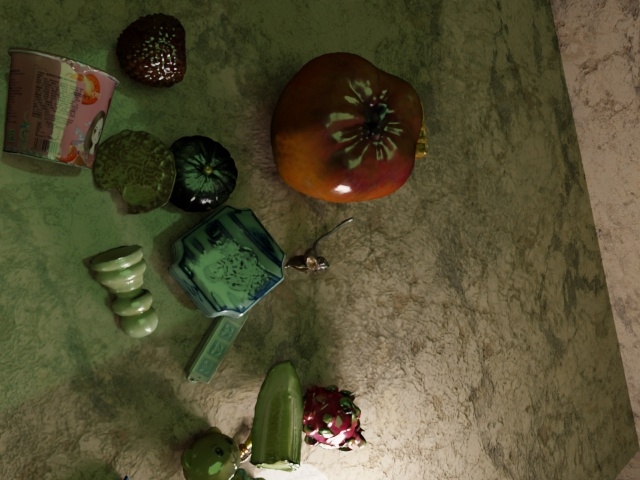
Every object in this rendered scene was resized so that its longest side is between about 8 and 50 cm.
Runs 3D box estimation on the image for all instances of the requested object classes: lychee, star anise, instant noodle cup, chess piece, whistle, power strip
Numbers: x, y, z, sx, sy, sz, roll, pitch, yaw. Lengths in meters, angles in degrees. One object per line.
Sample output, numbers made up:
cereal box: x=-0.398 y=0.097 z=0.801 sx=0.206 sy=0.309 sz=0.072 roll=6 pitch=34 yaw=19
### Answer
lychee: x=-0.444 y=-0.499 z=1.366 sx=0.188 sy=0.188 sz=0.188 roll=-1 pitch=92 yaw=-33
star anise: x=0.000 y=0.000 z=1.715 sx=0.219 sy=0.148 sz=0.227 roll=5 pitch=58 yaw=-1
instant noodle cup: x=-0.620 y=-0.300 z=1.223 sx=0.243 sy=0.243 sz=0.231 roll=9 pitch=93 yaw=-33
chess piece: x=-0.508 y=0.144 z=1.377 sx=0.133 sy=0.133 sz=0.243 roll=-23 pitch=110 yaw=-30
whistle: x=-0.234 y=0.650 z=1.619 sx=0.046 sy=0.057 sz=0.109 roll=37 pitch=77 yaw=19
power strip: x=-0.309 y=0.304 z=1.542 sx=0.078 sy=0.052 sz=0.272 roll=38 pitch=72 yaw=-26

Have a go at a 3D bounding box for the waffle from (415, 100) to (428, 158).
waffle: x=0.246 y=-0.395 z=1.856 sx=0.328 sy=0.098 sz=0.223 roll=-10 pitch=99 yaw=-32

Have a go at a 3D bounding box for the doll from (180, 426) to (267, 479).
doll: x=-0.283 y=0.678 z=1.484 sx=0.260 sy=0.162 sz=0.177 roll=57 pitch=27 yaw=1

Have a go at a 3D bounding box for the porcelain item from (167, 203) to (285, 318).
porcelain item: x=-0.263 y=0.061 z=1.474 sx=0.286 sy=0.157 sz=0.281 roll=-40 pitch=97 yaw=-26

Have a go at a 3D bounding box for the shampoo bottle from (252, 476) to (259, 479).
shampoo bottle: x=-0.277 y=0.785 z=1.575 sx=0.208 sy=0.057 sz=0.063 roll=-10 pitch=97 yaw=-33

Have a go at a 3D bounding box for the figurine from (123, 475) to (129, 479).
figurine: x=-0.559 y=0.695 z=1.380 sx=0.136 sy=0.079 sz=0.077 roll=-16 pitch=142 yaw=-36

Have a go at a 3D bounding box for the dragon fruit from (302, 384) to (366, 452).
dragon fruit: x=0.035 y=0.596 z=1.709 sx=0.218 sy=0.198 sz=0.272 roll=-48 pitch=139 yaw=-34

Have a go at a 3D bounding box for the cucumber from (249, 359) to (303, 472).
cucumber: x=-0.124 y=0.539 z=1.589 sx=0.105 sy=0.145 sz=0.325 roll=52 pitch=28 yaw=-44

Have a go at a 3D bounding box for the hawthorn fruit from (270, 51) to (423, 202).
hawthorn fruit: x=0.065 y=-0.322 z=1.543 sx=0.472 sy=0.472 sz=0.471 roll=-1 pitch=92 yaw=-33

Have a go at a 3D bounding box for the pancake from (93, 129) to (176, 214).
pancake: x=-0.483 y=-0.181 z=1.350 sx=0.212 sy=0.029 sz=0.235 roll=-43 pitch=87 yaw=6

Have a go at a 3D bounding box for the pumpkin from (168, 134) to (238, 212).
pumpkin: x=-0.343 y=-0.185 z=1.442 sx=0.221 sy=0.162 sz=0.220 roll=3 pitch=85 yaw=-36
